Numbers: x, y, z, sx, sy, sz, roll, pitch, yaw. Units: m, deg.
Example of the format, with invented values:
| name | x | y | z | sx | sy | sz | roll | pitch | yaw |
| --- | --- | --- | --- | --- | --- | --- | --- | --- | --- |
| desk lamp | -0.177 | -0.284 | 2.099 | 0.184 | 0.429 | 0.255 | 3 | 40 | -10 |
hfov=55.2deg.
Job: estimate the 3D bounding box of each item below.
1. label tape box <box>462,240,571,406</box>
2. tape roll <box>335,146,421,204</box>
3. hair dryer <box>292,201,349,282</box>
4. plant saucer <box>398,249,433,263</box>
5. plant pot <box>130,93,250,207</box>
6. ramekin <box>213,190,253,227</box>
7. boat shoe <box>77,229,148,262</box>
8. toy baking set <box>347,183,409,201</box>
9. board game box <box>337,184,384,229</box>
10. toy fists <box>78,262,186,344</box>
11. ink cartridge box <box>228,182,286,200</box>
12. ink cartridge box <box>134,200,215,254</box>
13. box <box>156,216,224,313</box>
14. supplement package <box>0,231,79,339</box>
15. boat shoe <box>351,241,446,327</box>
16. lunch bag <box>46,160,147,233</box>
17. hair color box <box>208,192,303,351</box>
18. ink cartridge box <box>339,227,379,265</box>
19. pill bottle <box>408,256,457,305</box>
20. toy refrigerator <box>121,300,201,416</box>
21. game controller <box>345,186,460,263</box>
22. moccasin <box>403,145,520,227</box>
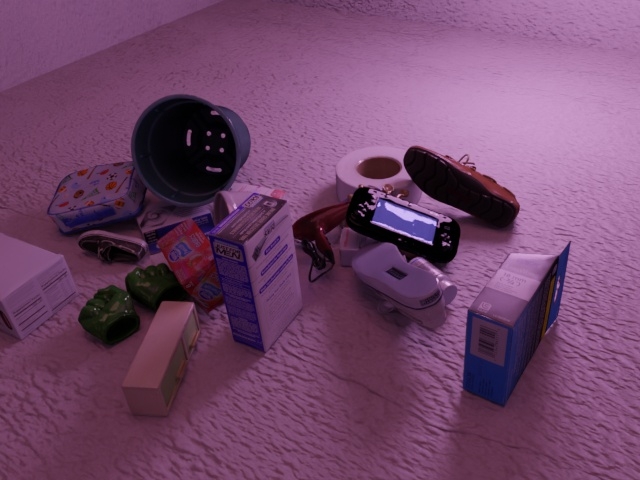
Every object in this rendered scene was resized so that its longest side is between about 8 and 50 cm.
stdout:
| name | x | y | z | sx | sy | sz | roll | pitch | yaw |
| --- | --- | --- | --- | --- | --- | --- | --- | --- | --- |
| label tape box | 0.439 | 0.165 | 1.374 | 0.106 | 0.240 | 0.334 | 19 | 42 | 31 |
| tape roll | 0.190 | -0.198 | 1.998 | 0.286 | 0.100 | 0.286 | -3 | 37 | 2 |
| hair dryer | 0.000 | 0.000 | 1.750 | 0.224 | 0.080 | 0.293 | 15 | 58 | 35 |
| plant saucer | 0.299 | 0.016 | 1.760 | 0.169 | 0.029 | 0.168 | -4 | 37 | 3 |
| plant pot | -0.387 | -0.307 | 1.993 | 0.341 | 0.340 | 0.334 | 0 | 15 | 7 |
| ramekin | -0.229 | -0.046 | 1.763 | 0.109 | 0.207 | 0.207 | -10 | 36 | -22 |
| boat shoe | -0.625 | 0.022 | 1.812 | 0.220 | 0.077 | 0.070 | 5 | 37 | 10 |
| toy baking set | 0.202 | -0.087 | 1.774 | 0.197 | 0.030 | 0.256 | -15 | 53 | -20 |
| board game box | 0.127 | -0.090 | 1.835 | 0.169 | 0.033 | 0.133 | -31 | 71 | 6 |
| toy fists | -0.498 | 0.153 | 1.611 | 0.142 | 0.096 | 0.279 | 27 | 48 | 36 |
| ink cartridge box | -0.223 | -0.119 | 1.965 | 0.198 | 0.067 | 0.115 | 12 | 40 | 19 |
| ink cartridge box | -0.461 | -0.064 | 1.935 | 0.223 | 0.045 | 0.224 | -19 | 39 | -19 |
| box | -0.328 | 0.062 | 1.640 | 0.123 | 0.128 | 0.257 | -37 | 38 | -8 |
| supplement package | -0.839 | 0.116 | 1.655 | 0.262 | 0.145 | 0.204 | 15 | 41 | 25 |
| boat shoe | 0.204 | 0.123 | 1.540 | 0.136 | 0.156 | 0.367 | -32 | 26 | -14 |
| lunch bag | -0.718 | -0.134 | 1.972 | 0.304 | 0.115 | 0.243 | -15 | 42 | 6 |
| hair color box | -0.145 | 0.079 | 1.466 | 0.110 | 0.338 | 0.185 | 16 | 42 | 25 |
| ink cartridge box | 0.133 | 0.018 | 1.746 | 0.151 | 0.063 | 0.109 | 1 | 36 | 8 |
| pill bottle | 0.287 | 0.108 | 1.598 | 0.078 | 0.078 | 0.137 | -23 | 41 | -23 |
| toy refrigerator | -0.361 | 0.270 | 1.434 | 0.094 | 0.102 | 0.269 | 1 | 37 | 8 |
| game controller | 0.230 | -0.046 | 1.691 | 0.319 | 0.067 | 0.166 | 21 | 57 | 1 |
| moccasin | 0.428 | -0.179 | 1.860 | 0.380 | 0.139 | 0.147 | 25 | 30 | 9 |
